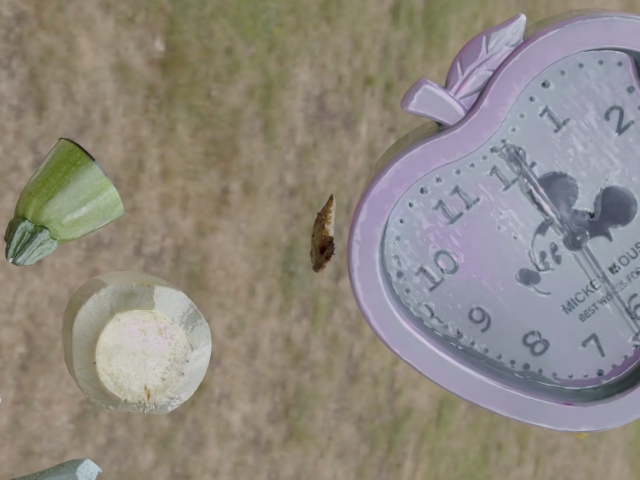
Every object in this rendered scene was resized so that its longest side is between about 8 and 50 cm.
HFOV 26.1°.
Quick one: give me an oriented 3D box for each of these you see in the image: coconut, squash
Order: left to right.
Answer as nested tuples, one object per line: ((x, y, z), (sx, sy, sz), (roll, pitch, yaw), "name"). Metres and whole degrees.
((-0.280, -0.025, 1.413), (0.132, 0.105, 0.105), (-44, 144, -21), "squash")
((-0.281, 0.155, 2.091), (0.241, 0.241, 0.241), (9, 90, -69), "coconut")

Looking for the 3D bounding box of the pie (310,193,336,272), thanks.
((-0.001, 0.001, 2.167), (0.191, 0.033, 0.088), (-92, -160, -64), "pie")

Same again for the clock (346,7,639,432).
((0.188, -0.018, 1.110), (0.102, 0.338, 0.338), (-80, 173, -76), "clock")

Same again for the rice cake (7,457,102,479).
((-0.282, 0.257, 1.419), (0.042, 0.180, 0.030), (49, 47, -17), "rice cake")

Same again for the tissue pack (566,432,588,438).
((0.431, 0.101, 2.112), (0.382, 0.228, 0.293), (-46, 155, 9), "tissue pack")
